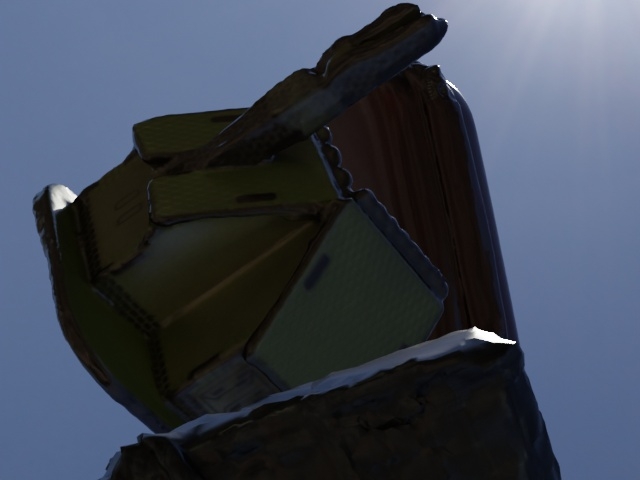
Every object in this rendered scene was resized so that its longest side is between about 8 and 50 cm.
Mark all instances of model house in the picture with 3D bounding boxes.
[{"bbox_3d":[0.000,0.000,0.863,0.279,0.218,0.205,-35,-142,7],"label":"model house"}]

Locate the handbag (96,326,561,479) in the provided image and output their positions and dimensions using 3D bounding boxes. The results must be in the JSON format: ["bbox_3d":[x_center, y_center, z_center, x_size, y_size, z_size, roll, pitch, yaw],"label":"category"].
[{"bbox_3d":[-0.044,0.137,0.361,0.270,0.175,0.088,-26,-157,8],"label":"handbag"}]

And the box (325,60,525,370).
[{"bbox_3d":[0.061,0.045,1.224,0.263,0.108,0.403,-37,-125,51],"label":"box"}]
